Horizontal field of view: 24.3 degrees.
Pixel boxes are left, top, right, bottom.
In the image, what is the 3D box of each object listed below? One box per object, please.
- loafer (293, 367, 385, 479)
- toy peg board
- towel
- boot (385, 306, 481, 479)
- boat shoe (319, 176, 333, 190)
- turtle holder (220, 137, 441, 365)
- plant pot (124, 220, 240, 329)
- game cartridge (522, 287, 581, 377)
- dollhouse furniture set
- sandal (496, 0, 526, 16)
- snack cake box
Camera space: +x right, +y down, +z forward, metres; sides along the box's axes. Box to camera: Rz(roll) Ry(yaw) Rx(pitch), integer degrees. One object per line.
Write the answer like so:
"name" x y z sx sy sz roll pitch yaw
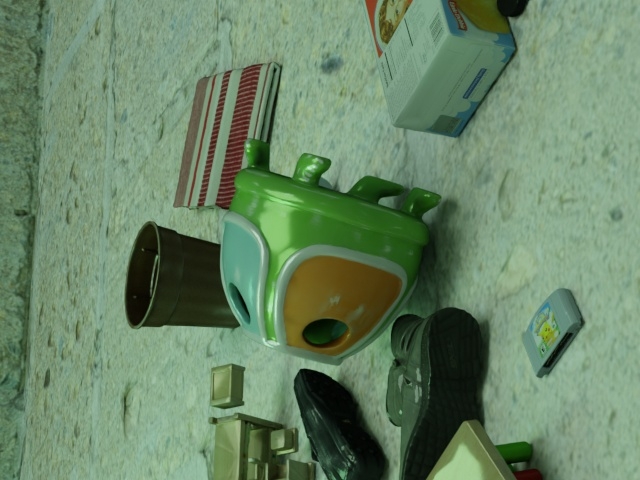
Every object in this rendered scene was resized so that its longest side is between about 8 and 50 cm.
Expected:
"loafer" 0.011 0.240 1.843 0.078 0.076 0.223 -62 32 21
"toy peg board" 0.177 0.285 1.466 0.160 0.079 0.161 57 136 36
"towel" -0.153 -0.166 2.441 0.329 0.037 0.237 2 81 65
"boot" 0.116 0.196 1.641 0.161 0.083 0.246 147 133 -71
"boat shoe" 0.000 0.000 1.994 0.183 0.065 0.083 -103 23 -47
"turtle holder" -0.026 0.013 1.767 0.320 0.243 0.227 18 93 41
"plant pot" -0.198 0.065 2.284 0.167 0.165 0.167 -170 90 -67
"game cartridge" 0.229 0.090 1.475 0.056 0.017 0.083 -101 31 -47
"dollhouse furniture set" -0.062 0.260 2.032 0.161 0.101 0.181 -15 65 38
"sandal" 0.220 -0.335 1.626 0.067 0.040 0.179 -137 60 -63
"snack cake box" 0.130 -0.269 1.750 0.152 0.089 0.264 121 149 -43
